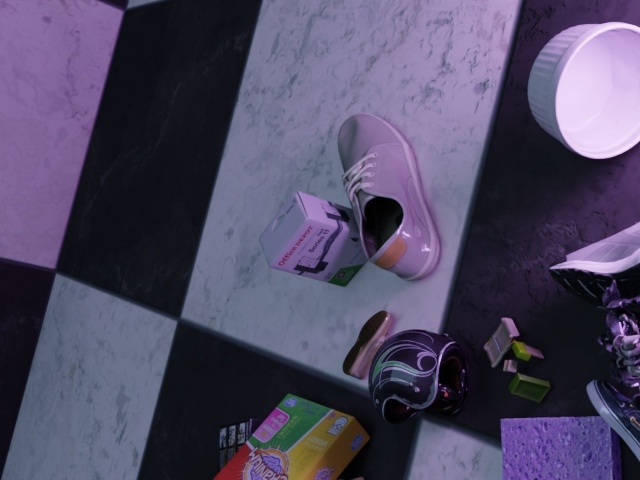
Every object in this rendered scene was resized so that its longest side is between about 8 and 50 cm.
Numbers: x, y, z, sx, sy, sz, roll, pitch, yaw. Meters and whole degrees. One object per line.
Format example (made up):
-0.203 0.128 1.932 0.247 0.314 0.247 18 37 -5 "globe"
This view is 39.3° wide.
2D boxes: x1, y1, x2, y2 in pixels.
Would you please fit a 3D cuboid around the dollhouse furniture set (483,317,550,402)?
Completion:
0.332 0.201 1.503 0.152 0.058 0.076 -101 33 -61 "dollhouse furniture set"

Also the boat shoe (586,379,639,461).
0.464 0.251 1.279 0.083 0.065 0.183 -54 46 22 "boat shoe"

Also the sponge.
0.369 0.334 1.394 0.210 0.031 0.117 -15 66 49 "sponge"

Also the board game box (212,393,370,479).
-0.084 0.461 1.774 0.316 0.064 0.242 -47 27 -24 "board game box"

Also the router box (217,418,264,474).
-0.182 0.507 2.047 0.133 0.046 0.179 -25 58 46 "router box"

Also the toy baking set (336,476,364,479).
-0.008 0.533 1.682 0.256 0.030 0.197 -15 29 11 "toy baking set"

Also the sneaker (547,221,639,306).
0.465 0.029 1.350 0.271 0.100 0.108 -18 39 52 "sneaker"

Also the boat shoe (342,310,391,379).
0.102 0.210 1.795 0.153 0.048 0.056 -60 25 8 "boat shoe"

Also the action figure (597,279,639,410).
0.468 0.149 1.247 0.276 0.140 0.164 -68 -27 -76 "action figure"

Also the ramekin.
0.425 -0.242 1.405 0.207 0.207 0.109 -66 28 11 "ramekin"

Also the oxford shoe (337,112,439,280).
0.112 -0.111 1.829 0.169 0.130 0.449 -49 41 32 "oxford shoe"

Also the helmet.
0.165 0.243 1.592 0.161 0.169 0.170 -3 74 36 "helmet"

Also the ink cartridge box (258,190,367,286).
0.000 0.000 1.862 0.153 0.208 0.087 -51 42 28 "ink cartridge box"
